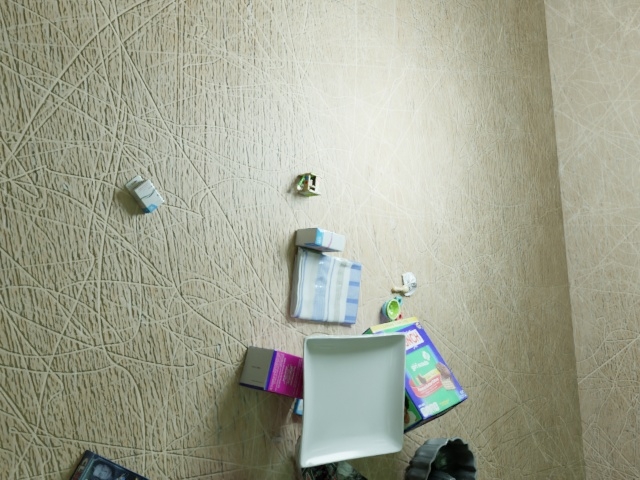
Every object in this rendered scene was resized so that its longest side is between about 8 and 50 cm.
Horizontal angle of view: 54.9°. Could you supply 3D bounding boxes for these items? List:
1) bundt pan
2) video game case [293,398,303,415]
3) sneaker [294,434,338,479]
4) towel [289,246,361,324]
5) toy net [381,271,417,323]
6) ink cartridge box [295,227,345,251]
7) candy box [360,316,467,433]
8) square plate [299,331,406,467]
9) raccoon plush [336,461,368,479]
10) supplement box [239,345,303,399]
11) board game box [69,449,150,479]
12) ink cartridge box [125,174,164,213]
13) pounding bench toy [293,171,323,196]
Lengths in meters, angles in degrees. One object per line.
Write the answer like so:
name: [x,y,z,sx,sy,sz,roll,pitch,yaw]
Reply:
bundt pan: [0.413,0.849,2.167,0.330,0.124,0.331,4,84,-44]
video game case: [-0.014,0.447,1.843,0.119,0.015,0.167,32,66,-39]
sneaker: [0.010,0.685,1.752,0.120,0.112,0.300,-14,91,-13]
towel: [0.023,0.145,1.886,0.284,0.034,0.210,14,78,-44]
toy net: [0.288,0.204,2.135,0.232,0.045,0.122,-47,119,-36]
ink cartridge box: [0.000,0.000,1.831,0.122,0.088,0.052,14,78,-43]
candy box: [0.279,0.413,1.946,0.268,0.122,0.317,-4,54,-49]
square plate: [0.089,0.433,1.724,0.343,0.049,0.348,3,89,-31]
raccoon plush: [0.115,0.913,1.887,0.446,0.216,0.299,40,73,-1]
supplement box: [-0.096,0.371,1.699,0.220,0.111,0.114,28,69,-41]
board game box: [-0.499,0.604,1.335,0.165,0.042,0.243,43,59,-34]
ink cartridge box: [-0.418,-0.112,1.467,0.048,0.028,0.083,-50,120,-35]
pounding bench toy: [-0.040,-0.172,1.827,0.083,0.052,0.065,14,78,-43]
